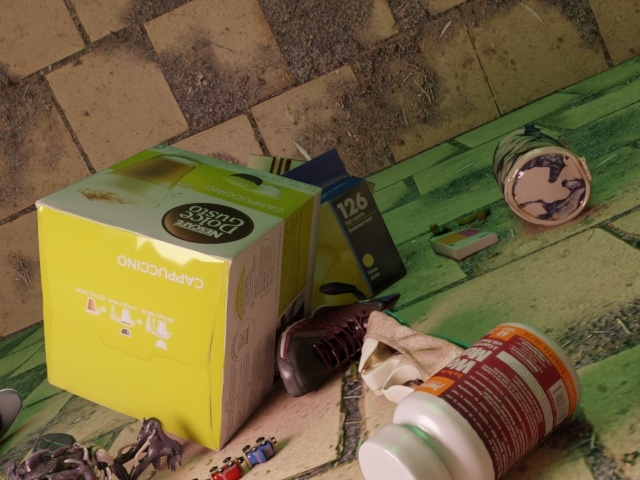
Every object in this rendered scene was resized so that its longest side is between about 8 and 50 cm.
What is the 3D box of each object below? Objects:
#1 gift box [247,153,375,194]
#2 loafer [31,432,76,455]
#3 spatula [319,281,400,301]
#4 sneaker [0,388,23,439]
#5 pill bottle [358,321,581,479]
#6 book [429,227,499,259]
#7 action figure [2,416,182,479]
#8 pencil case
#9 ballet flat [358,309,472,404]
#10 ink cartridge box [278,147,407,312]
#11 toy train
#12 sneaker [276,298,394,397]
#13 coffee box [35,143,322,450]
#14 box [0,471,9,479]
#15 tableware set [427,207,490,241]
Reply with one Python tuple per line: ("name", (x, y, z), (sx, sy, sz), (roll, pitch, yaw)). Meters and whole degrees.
("gift box", (-0.025, -0.037, 1.779), (0.255, 0.258, 0.276), (13, -2, 45))
("loafer", (-0.451, 0.410, 1.261), (0.096, 0.084, 0.267), (6, 12, -6))
("spatula", (0.065, 0.100, 1.413), (0.084, 0.030, 0.296), (-17, -17, 22))
("sneaker", (-0.757, 0.424, 1.714), (0.178, 0.124, 0.295), (-23, 17, 41))
("pill bottle", (0.152, 0.185, 0.784), (0.221, 0.121, 0.121), (-30, 11, -29))
("book", (0.302, 0.002, 1.633), (0.096, 0.035, 0.144), (-23, 10, -9))
("action figure", (-0.333, 0.346, 1.084), (0.275, 0.141, 0.164), (-13, 2, -39))
("pencil case", (0.467, -0.148, 1.645), (0.183, 0.160, 0.410), (-37, 6, 16))
("ballet flat", (0.113, 0.167, 1.051), (0.106, 0.107, 0.316), (-41, 13, -13))
("ink cartridge box", (0.000, 0.000, 1.569), (0.303, 0.307, 0.072), (-31, 11, -30))
("toy train", (-0.126, 0.315, 1.053), (0.158, 0.027, 0.036), (-29, 14, -19))
("sneaker", (0.040, 0.155, 1.272), (0.162, 0.106, 0.281), (-18, 11, 21))
("coffee box", (-0.224, 0.074, 1.286), (0.337, 0.338, 0.334), (16, 27, 19))
("box", (-0.540, 0.441, 1.126), (0.207, 0.036, 0.114), (-53, 15, -9))
("tableware set", (0.326, -0.043, 1.831), (0.154, 0.024, 0.104), (-19, 11, 32))
